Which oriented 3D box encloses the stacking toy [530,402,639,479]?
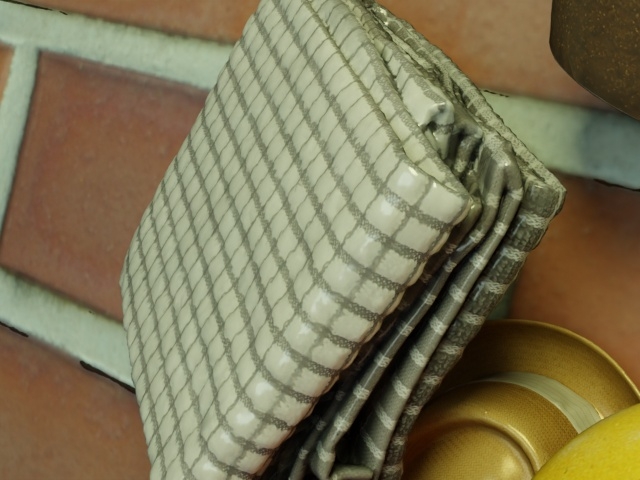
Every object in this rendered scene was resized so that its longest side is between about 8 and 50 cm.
[{"bbox_3d":[0.159,0.183,0.451,0.350,0.350,0.480,32,90,36],"label":"stacking toy"}]

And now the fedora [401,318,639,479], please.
[{"bbox_3d":[0.086,0.132,0.618,0.194,0.079,0.194,-4,84,39],"label":"fedora"}]

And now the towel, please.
[{"bbox_3d":[0.000,0.000,0.627,0.235,0.121,0.284,-57,28,19],"label":"towel"}]

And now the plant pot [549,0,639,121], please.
[{"bbox_3d":[0.195,-0.166,0.493,0.215,0.215,0.230,45,128,32],"label":"plant pot"}]
